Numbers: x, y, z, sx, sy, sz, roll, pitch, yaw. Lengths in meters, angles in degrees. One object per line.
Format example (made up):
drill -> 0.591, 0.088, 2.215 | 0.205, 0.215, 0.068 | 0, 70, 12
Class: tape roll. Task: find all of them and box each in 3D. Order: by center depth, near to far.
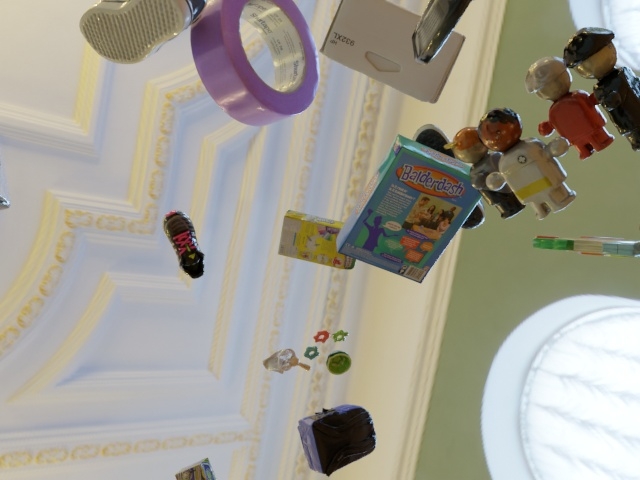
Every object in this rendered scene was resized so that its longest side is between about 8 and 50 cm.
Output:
tape roll -> -0.121, -0.368, 1.270 | 0.275, 0.090, 0.275 | 18, -113, -48

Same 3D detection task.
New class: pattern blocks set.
pattern blocks set -> 0.502, 0.012, 1.098 | 0.325, 0.285, 0.026 | 1, -87, -36

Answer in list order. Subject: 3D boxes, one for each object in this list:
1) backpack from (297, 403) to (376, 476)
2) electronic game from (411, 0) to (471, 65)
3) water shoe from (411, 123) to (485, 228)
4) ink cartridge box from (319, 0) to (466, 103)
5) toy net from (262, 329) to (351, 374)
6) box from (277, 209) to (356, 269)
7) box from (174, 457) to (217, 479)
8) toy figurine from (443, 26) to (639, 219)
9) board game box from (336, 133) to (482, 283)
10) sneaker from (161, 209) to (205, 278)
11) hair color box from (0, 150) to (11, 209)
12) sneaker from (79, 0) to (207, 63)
backpack -> 0.028, 0.330, 1.114 | 0.120, 0.101, 0.098 | -13, -87, -27
electronic game -> 0.170, -0.304, 0.732 | 0.048, 0.229, 0.229 | 29, -102, -4
water shoe -> 0.212, -0.111, 1.094 | 0.203, 0.073, 0.080 | 59, -157, -22
ink cartridge box -> 0.149, -0.372, 1.228 | 0.307, 0.223, 0.129 | -56, -9, -69
toy net -> -0.034, 0.303, 1.696 | 0.232, 0.045, 0.122 | -7, -61, -12
box -> 0.000, 0.000, 1.470 | 0.043, 0.179, 0.105 | -67, -9, -60
box -> -0.217, 0.513, 1.248 | 0.059, 0.054, 0.169 | -25, -97, 5
toy figurine -> 0.271, -0.136, 0.783 | 0.209, 0.213, 0.148 | -36, -86, 3
board game box -> 0.142, -0.044, 1.024 | 0.160, 0.047, 0.210 | 21, -59, -16
sneaker -> -0.274, 0.013, 1.333 | 0.063, 0.075, 0.170 | -25, -47, -17
hair color box -> -0.410, -0.200, 0.623 | 0.110, 0.185, 0.339 | -16, -100, -9
sneaker -> -0.306, -0.409, 1.162 | 0.126, 0.321, 0.127 | 55, -126, -33
